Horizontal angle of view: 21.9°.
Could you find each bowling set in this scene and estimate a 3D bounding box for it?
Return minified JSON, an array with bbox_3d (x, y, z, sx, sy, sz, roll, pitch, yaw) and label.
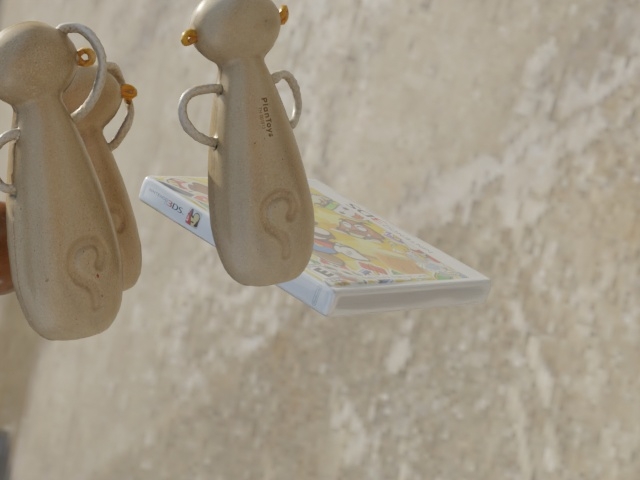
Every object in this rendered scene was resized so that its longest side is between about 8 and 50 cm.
[{"bbox_3d":[-0.165,-0.034,0.847,0.200,0.287,0.154,6,108,53],"label":"bowling set"}]

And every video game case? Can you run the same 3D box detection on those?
[{"bbox_3d":[0.000,0.000,1.334,0.206,0.227,0.026,31,109,32],"label":"video game case"}]
